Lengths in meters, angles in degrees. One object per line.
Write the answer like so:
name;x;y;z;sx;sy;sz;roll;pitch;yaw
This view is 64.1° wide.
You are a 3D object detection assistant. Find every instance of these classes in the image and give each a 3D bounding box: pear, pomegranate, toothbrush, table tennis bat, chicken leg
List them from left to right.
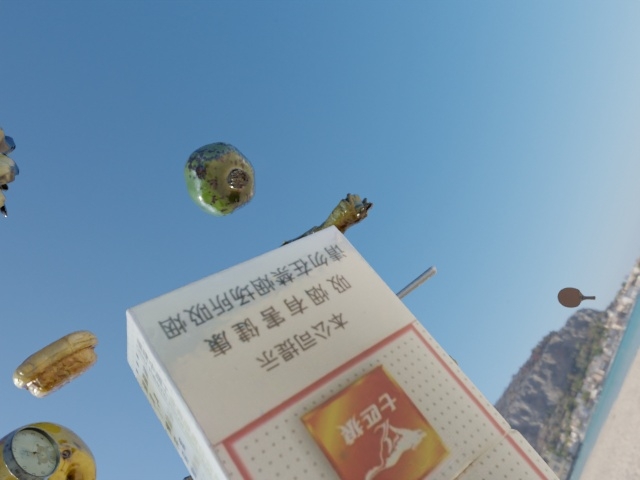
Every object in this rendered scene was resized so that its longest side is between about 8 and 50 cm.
pear;-0.703;0.590;1.257;0.280;0.280;0.281;-33;-46;-43
pomegranate;-0.326;-0.205;1.702;0.254;0.270;0.254;-1;-88;-35
chicken leg;0.000;0.000;1.547;0.429;0.153;0.201;-45;-12;29
toothbrush;0.223;0.186;1.555;0.342;0.030;0.025;-37;-42;-12
table tennis bat;0.614;0.137;1.225;0.007;0.083;0.050;48;-135;-67

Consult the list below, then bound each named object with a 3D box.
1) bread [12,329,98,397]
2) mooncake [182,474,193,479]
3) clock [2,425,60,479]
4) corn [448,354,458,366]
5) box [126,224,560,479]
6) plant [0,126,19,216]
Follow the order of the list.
bread;-0.746;0.350;1.462;0.236;0.120;0.198;-34;-4;-26
mooncake;-0.261;0.756;1.472;0.254;0.250;0.136;20;-98;-57
clock;-0.418;0.310;0.742;0.017;0.085;0.085;-38;-33;6
corn;0.246;0.352;1.343;0.321;0.119;0.119;5;-75;-31
box;0.022;0.157;0.396;0.210;0.330;0.095;-23;-28;-34
plant;-0.555;-0.075;0.693;0.306;0.261;0.297;-98;19;-62
